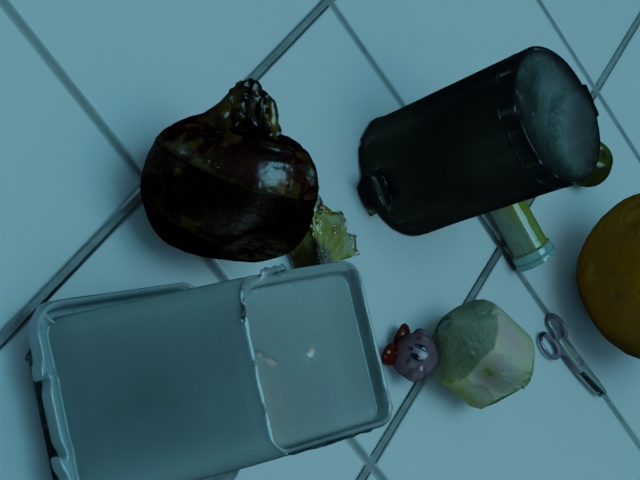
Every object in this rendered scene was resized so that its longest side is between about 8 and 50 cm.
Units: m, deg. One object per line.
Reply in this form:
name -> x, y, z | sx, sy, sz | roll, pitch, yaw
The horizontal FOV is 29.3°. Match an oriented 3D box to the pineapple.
pineapple -> 0.000, 0.000, 1.695 | 0.137, 0.069, 0.116 | 38, 52, -31

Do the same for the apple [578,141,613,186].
apple -> 0.481, -0.141, 2.207 | 0.089, 0.074, 0.089 | 10, 62, -20

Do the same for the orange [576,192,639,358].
orange -> 0.591, 0.061, 2.075 | 0.312, 0.312, 0.312 | 17, 65, -40

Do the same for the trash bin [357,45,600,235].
trash bin -> 0.230, -0.138, 1.802 | 0.252, 0.301, 0.203 | -27, 95, -47

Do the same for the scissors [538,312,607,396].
scissors -> 0.429, 0.204, 2.075 | 0.176, 0.022, 0.085 | 48, 45, -17

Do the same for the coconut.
coconut -> 0.231, 0.163, 1.815 | 0.153, 0.147, 0.147 | 40, 52, -32

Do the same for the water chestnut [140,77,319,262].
water chestnut -> -0.102, -0.083, 1.514 | 0.224, 0.224, 0.238 | 6, 104, -43

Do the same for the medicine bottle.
medicine bottle -> 0.306, -0.059, 2.012 | 0.074, 0.074, 0.218 | -38, 101, -44

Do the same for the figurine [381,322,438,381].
figurine -> 0.136, 0.164, 1.771 | 0.083, 0.071, 0.067 | -59, 159, -30

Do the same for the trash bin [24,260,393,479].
trash bin -> -0.116, 0.171, 1.310 | 0.256, 0.368, 0.296 | -5, 81, -46
